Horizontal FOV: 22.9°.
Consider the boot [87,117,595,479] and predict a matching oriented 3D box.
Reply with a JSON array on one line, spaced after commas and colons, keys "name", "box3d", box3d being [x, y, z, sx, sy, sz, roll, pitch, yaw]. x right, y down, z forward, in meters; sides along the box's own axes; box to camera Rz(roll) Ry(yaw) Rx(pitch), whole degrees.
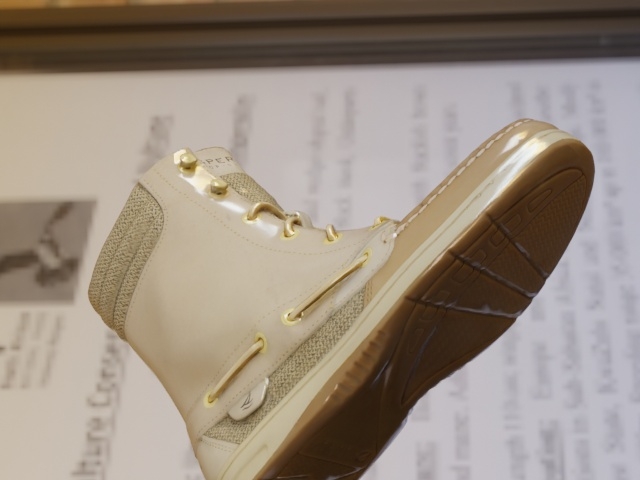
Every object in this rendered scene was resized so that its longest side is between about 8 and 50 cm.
[{"name": "boot", "box3d": [0.000, 0.000, 0.838, 0.095, 0.262, 0.203, 26, -161, -50]}]
